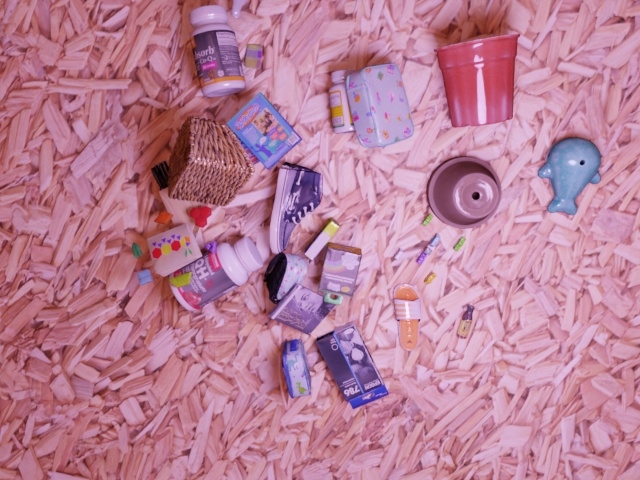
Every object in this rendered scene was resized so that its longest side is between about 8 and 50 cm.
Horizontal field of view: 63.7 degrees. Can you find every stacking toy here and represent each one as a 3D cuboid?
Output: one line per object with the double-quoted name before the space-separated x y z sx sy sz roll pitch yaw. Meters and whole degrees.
"stacking toy" 0.399 0.031 1.895 0.167 0.052 0.221 36 102 -3

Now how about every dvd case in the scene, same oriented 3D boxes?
"dvd case" -0.064 0.258 1.914 0.221 0.018 0.164 33 102 -40

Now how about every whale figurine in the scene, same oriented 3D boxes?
"whale figurine" 0.869 -0.221 1.783 0.217 0.141 0.271 9 99 2

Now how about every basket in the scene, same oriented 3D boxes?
"basket" -0.375 -0.273 1.754 0.223 0.299 0.213 7 64 -27

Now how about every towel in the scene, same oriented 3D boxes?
"towel" -0.242 -0.665 1.864 0.060 0.009 0.083 7 98 4

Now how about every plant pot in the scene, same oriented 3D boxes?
"plant pot" 0.511 -0.163 1.774 0.263 0.229 0.262 0 97 4
"plant pot" 0.528 -0.524 1.718 0.273 0.272 0.264 -8 106 5

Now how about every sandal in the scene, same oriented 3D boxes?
"sandal" 0.334 0.295 1.927 0.102 0.076 0.264 -7 98 5

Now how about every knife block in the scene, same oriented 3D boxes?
"knife block" -0.546 -0.157 1.920 0.242 0.088 0.275 22 99 1

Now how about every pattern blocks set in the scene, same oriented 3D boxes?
"pattern blocks set" -0.525 0.029 1.850 0.325 0.026 0.285 -12 79 11

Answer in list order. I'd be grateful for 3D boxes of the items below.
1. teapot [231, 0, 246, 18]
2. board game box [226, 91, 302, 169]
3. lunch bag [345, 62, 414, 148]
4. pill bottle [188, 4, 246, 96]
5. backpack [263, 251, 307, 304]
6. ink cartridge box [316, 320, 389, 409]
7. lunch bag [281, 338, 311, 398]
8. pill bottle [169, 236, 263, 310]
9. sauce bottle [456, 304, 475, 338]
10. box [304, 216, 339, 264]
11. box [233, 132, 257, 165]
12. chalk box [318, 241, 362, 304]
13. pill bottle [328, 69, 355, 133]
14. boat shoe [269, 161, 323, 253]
"teapot" -0.280 -0.950 1.747 0.252 0.187 0.256 44 72 -21
"board game box" -0.190 -0.371 1.754 0.160 0.047 0.210 -41 93 8
"lunch bag" 0.209 -0.456 1.766 0.108 0.224 0.278 -1 109 48
"pill bottle" -0.365 -0.656 1.798 0.162 0.162 0.278 -11 97 6
"backpack" -0.127 0.129 1.894 0.115 0.152 0.181 8 121 -31
"ink cartridge box" 0.127 0.492 1.979 0.166 0.065 0.332 -27 96 7
"lunch bag" -0.090 0.468 1.911 0.090 0.219 0.175 -10 98 -1
"pill bottle" -0.379 0.116 1.902 0.319 0.176 0.176 -29 95 7
"sauce bottle" 0.547 0.304 1.931 0.042 0.042 0.128 14 100 2
"box" 0.000 0.000 1.892 0.042 0.109 0.178 39 99 -6
"box" -0.243 -0.344 1.850 0.257 0.128 0.122 -27 94 8
"chalk box" 0.068 0.128 1.897 0.133 0.132 0.212 13 100 1
"pill bottle" 0.090 -0.487 1.812 0.118 0.117 0.208 -7 98 5
"boat shoe" -0.084 -0.108 1.871 0.158 0.127 0.340 9 98 10
